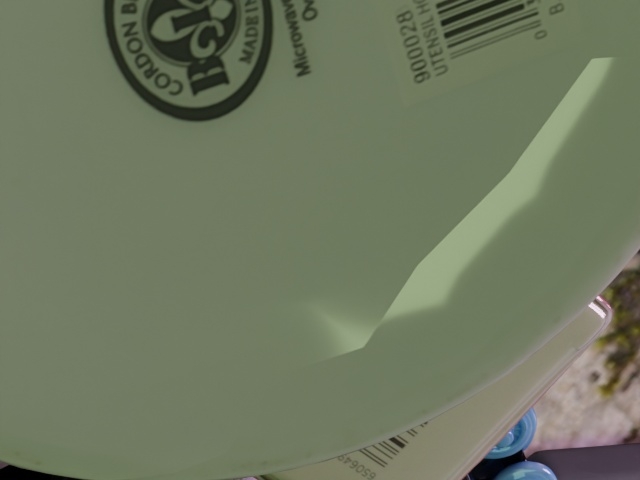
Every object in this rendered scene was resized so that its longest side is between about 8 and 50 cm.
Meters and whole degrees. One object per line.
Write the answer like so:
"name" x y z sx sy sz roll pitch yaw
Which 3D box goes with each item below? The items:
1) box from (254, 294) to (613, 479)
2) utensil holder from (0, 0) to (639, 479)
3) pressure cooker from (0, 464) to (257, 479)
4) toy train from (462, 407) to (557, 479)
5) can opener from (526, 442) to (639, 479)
"box" 0.000 0.000 0.829 0.127 0.232 0.148 36 101 -32
"utensil holder" -0.076 -0.145 0.634 0.328 0.385 0.327 -8 120 -14
"pressure cooker" -0.093 0.288 0.827 0.420 0.375 0.370 -34 160 22
"toy train" 0.061 0.096 1.000 0.105 0.080 0.184 -19 125 2
"can opener" 0.254 0.158 1.096 0.280 0.093 0.074 1 118 -14
